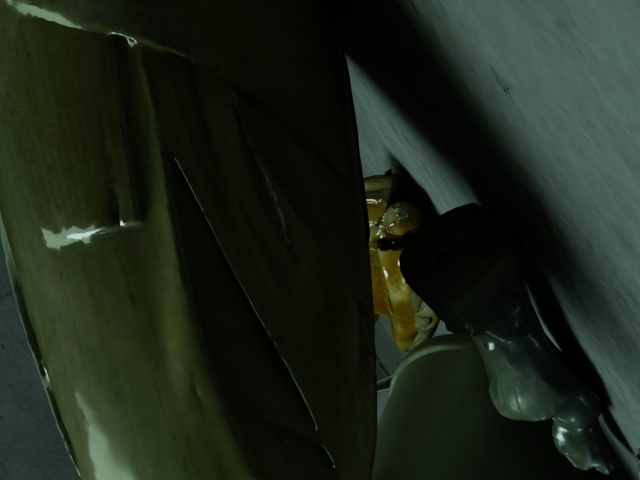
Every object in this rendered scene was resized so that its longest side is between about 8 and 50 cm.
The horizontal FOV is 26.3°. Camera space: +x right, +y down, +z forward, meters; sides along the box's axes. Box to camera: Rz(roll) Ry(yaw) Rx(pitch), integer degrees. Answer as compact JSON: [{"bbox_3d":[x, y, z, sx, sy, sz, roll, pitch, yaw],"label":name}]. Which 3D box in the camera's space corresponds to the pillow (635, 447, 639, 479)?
[{"bbox_3d":[0.238,0.206,0.683,0.135,0.049,0.248,52,-179,-27],"label":"pillow"}]

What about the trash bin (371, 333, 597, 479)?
[{"bbox_3d":[0.118,0.227,1.046,0.243,0.121,0.247,57,-150,-14],"label":"trash bin"}]

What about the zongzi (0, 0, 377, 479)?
[{"bbox_3d":[-0.101,-0.040,0.674,0.467,0.218,0.500,59,-162,-57],"label":"zongzi"}]

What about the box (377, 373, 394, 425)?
[{"bbox_3d":[0.132,0.297,1.291,0.173,0.145,0.333,81,177,-50],"label":"box"}]

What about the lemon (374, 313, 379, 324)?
[{"bbox_3d":[-0.017,0.037,1.401,0.173,0.206,0.173,22,-154,-11],"label":"lemon"}]

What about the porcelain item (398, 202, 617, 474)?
[{"bbox_3d":[0.130,0.074,0.860,0.215,0.069,0.081,52,175,-34],"label":"porcelain item"}]

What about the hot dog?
[{"bbox_3d":[0.066,0.022,1.117,0.109,0.072,0.269,56,176,18],"label":"hot dog"}]
